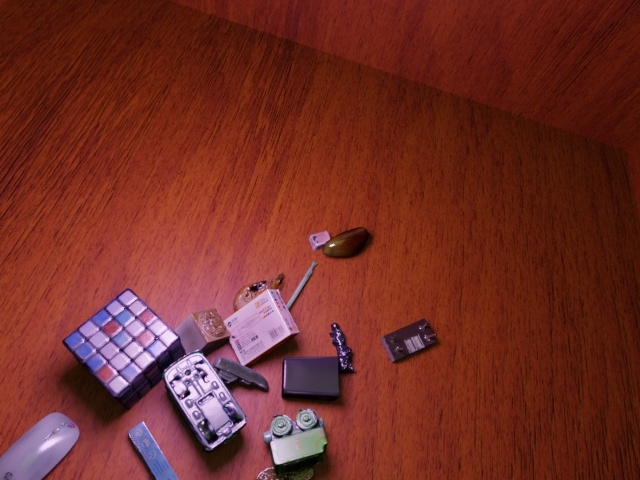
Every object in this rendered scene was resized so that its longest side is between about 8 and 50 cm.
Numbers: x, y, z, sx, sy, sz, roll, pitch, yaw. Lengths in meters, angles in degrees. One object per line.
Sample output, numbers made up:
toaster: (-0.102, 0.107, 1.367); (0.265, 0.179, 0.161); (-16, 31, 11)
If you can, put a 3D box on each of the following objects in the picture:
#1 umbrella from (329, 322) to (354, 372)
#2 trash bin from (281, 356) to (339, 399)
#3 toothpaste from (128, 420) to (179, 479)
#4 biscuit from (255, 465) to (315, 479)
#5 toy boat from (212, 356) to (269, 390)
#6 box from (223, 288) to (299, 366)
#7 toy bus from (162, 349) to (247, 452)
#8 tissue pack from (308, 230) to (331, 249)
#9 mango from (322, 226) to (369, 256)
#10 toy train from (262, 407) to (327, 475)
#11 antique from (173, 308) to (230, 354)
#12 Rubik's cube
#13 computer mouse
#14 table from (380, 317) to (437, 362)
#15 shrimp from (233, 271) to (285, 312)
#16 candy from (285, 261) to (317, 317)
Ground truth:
umbrella: (0.094, 0.467, 1.973); (0.080, 0.071, 0.224); (24, 40, -47)
trash bin: (-0.043, 0.567, 1.854); (0.225, 0.115, 0.165); (5, 60, -9)
toothpaste: (-0.601, 0.792, 1.626); (0.066, 0.053, 0.272); (-31, 72, -31)
biscuit: (-0.141, 0.897, 1.685); (0.236, 0.039, 0.180); (-25, 62, -25)
toy boat: (-0.312, 0.544, 1.783); (0.260, 0.078, 0.085); (34, 61, -26)
box: (-0.251, 0.358, 1.846); (0.274, 0.091, 0.221); (-34, 70, 16)
toy bus: (-0.435, 0.606, 1.681); (0.183, 0.199, 0.343); (-30, 72, -29)
tissue pack: (0.000, 0.000, 2.210); (0.094, 0.059, 0.074); (-16, 65, -22)
mango: (0.131, 0.017, 2.192); (0.267, 0.133, 0.111); (-21, 51, -26)
toy train: (-0.089, 0.758, 1.700); (0.243, 0.132, 0.188); (-9, 47, -17)
antique: (-0.468, 0.368, 1.810); (0.147, 0.148, 0.152); (52, 21, 17)
Rubik's cube: (-0.715, 0.407, 1.671); (0.293, 0.292, 0.287); (39, 60, 11)
computer mouse: (-0.982, 0.734, 1.536); (0.159, 0.097, 0.288); (35, 60, 9)
table: (0.413, 0.442, 2.037); (0.240, 0.111, 0.122); (-18, 68, -22)
shrimp: (-0.278, 0.233, 2.017); (0.152, 0.063, 0.287); (30, 60, 17)
candy: (-0.120, 0.250, 2.032); (0.119, 0.119, 0.440); (29, 51, 3)
